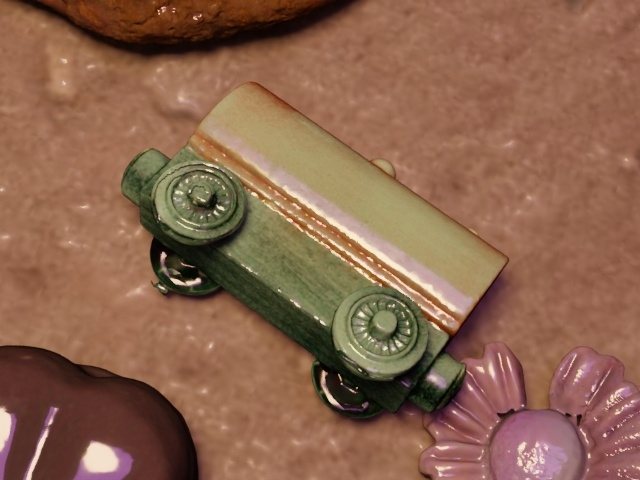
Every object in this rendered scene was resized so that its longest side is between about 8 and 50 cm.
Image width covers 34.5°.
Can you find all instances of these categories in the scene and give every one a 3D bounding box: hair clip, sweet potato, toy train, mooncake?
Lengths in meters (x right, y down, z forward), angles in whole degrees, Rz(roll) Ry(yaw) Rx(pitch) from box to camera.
[{"bbox_3d":[0.220,0.167,0.719,0.300,0.069,0.173,10,64,0],"label":"hair clip"},{"bbox_3d":[-0.123,-0.203,0.822,0.341,0.092,0.114,-1,46,-4],"label":"sweet potato"},{"bbox_3d":[0.000,0.000,0.748,0.285,0.116,0.177,35,61,11],"label":"toy train"},{"bbox_3d":[-0.187,0.187,0.663,0.245,0.133,0.245,0,78,-2],"label":"mooncake"}]
